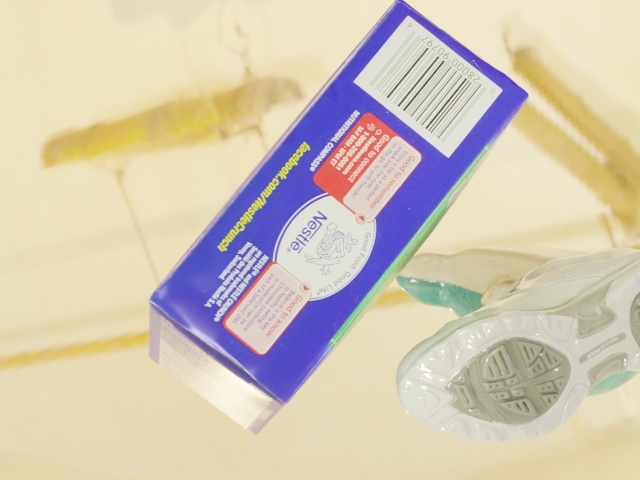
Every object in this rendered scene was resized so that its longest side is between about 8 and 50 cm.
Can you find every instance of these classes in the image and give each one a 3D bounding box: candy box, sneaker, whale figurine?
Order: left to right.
[{"bbox_3d":[0.000,0.000,1.212,0.268,0.122,0.317,-51,179,-11],"label":"candy box"},{"bbox_3d":[0.210,0.078,1.695,0.272,0.141,0.216,10,-171,25],"label":"whale figurine"},{"bbox_3d":[0.147,0.065,1.125,0.232,0.090,0.115,-18,-163,-19],"label":"sneaker"}]
